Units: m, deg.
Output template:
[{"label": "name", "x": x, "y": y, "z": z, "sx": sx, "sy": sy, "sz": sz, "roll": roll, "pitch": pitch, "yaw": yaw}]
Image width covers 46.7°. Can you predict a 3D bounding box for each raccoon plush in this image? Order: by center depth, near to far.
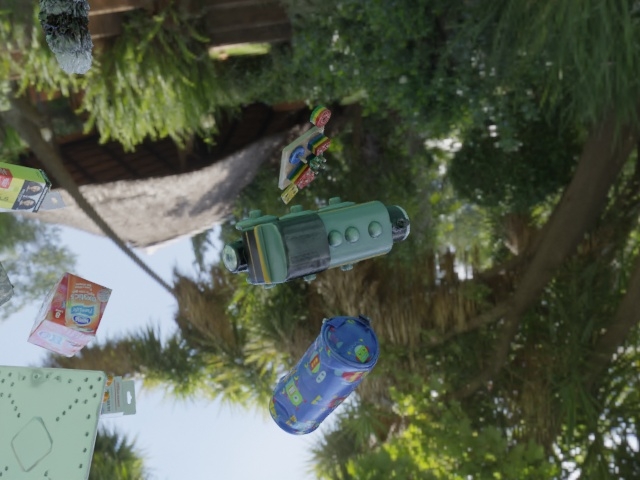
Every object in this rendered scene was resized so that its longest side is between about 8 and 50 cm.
[{"label": "raccoon plush", "x": -0.436, "y": -0.532, "z": 1.422, "sx": 0.216, "sy": 0.446, "sz": 0.299, "roll": -25, "pitch": -148, "yaw": -23}]

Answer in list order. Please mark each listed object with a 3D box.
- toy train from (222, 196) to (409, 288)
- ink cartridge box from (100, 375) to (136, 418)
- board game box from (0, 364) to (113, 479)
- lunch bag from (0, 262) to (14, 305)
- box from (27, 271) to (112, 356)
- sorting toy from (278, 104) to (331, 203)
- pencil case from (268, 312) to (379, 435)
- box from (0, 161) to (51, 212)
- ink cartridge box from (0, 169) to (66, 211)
[{"label": "toy train", "x": 0.000, "y": 0.000, "z": 1.298, "sx": 0.334, "sy": 0.142, "sz": 0.190, "roll": -12, "pitch": -176, "yaw": -35}, {"label": "ink cartridge box", "x": -0.601, "y": 0.434, "z": 2.047, "sx": 0.181, "sy": 0.104, "sz": 0.061, "roll": -2, "pitch": 157, "yaw": -19}, {"label": "board game box", "x": -0.728, "y": 0.527, "z": 1.915, "sx": 0.390, "sy": 0.390, "sz": 0.050, "roll": -2, "pitch": 161, "yaw": 25}, {"label": "lunch bag", "x": -0.722, "y": 0.090, "z": 1.305, "sx": 0.213, "sy": 0.256, "sz": 0.305, "roll": -13, "pitch": -153, "yaw": 40}, {"label": "box", "x": -0.722, "y": 0.218, "z": 2.125, "sx": 0.142, "sy": 0.154, "sz": 0.300, "roll": 24, "pitch": 152, "yaw": -22}, {"label": "sorting toy", "x": -0.034, "y": -0.183, "z": 1.746, "sx": 0.046, "sy": 0.274, "sz": 0.132, "roll": 38, "pitch": -123, "yaw": 19}, {"label": "pencil case", "x": 0.001, "y": 0.267, "z": 1.470, "sx": 0.119, "sy": 0.306, "sz": 0.133, "roll": -17, "pitch": -118, "yaw": -41}, {"label": "box", "x": -0.700, "y": -0.122, "z": 1.571, "sx": 0.232, "sy": 0.087, "sz": 0.058, "roll": 12, "pitch": -151, "yaw": -49}, {"label": "ink cartridge box", "x": -0.737, "y": -0.121, "z": 1.827, "sx": 0.198, "sy": 0.067, "sz": 0.115, "roll": -3, "pitch": 162, "yaw": -10}]
